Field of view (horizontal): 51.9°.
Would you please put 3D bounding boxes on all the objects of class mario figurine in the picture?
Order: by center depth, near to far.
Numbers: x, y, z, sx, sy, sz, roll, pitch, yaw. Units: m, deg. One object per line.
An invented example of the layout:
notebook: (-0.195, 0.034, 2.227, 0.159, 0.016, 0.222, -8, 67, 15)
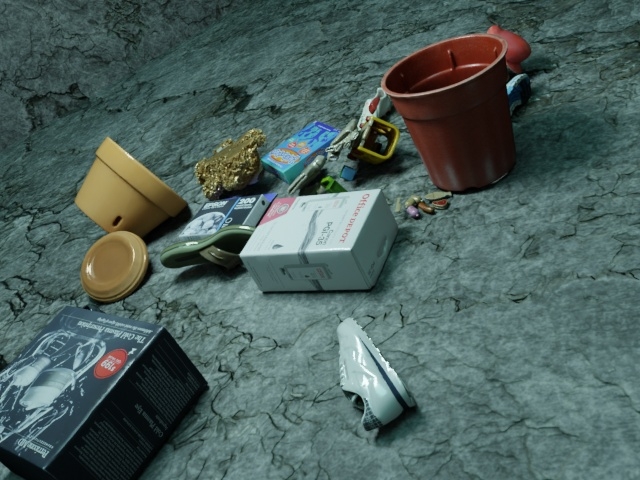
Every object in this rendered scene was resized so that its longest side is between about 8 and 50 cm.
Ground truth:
mario figurine: (0.418, -0.444, 1.784, 0.320, 0.170, 0.198, -19, 69, 31)

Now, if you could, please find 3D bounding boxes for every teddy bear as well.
teddy bear: (-0.254, -0.215, 1.903, 0.338, 0.113, 0.245, -8, 38, 51)

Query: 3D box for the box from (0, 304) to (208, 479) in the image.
box: (-0.458, 0.312, 1.268, 0.343, 0.179, 0.312, 3, 45, 38)

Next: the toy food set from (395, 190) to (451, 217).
toy food set: (0.231, -0.077, 1.467, 0.122, 0.019, 0.078, -4, 36, 17)

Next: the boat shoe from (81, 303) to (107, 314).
boat shoe: (-0.602, 0.278, 1.474, 0.127, 0.113, 0.340, 14, 51, 45)

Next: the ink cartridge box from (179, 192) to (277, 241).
ink cartridge box: (-0.246, -0.070, 1.767, 0.206, 0.045, 0.208, -4, 38, 31)

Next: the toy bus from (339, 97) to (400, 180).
toy bus: (0.137, -0.243, 1.679, 0.104, 0.191, 0.202, 23, 43, -5)

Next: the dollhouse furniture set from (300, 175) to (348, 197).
dollhouse furniture set: (0.005, -0.110, 1.664, 0.151, 0.058, 0.076, -18, 35, 52)

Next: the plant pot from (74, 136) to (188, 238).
plant pot: (-0.554, -0.125, 1.868, 0.203, 0.291, 0.291, -49, 36, -5)

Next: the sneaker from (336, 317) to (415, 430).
sneaker: (0.068, 0.219, 1.120, 0.094, 0.090, 0.235, -38, 32, 0)

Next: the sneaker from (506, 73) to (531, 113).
sneaker: (0.455, -0.354, 1.646, 0.190, 0.071, 0.083, -44, 31, -25)

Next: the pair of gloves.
pair of gloves: (0.013, -0.210, 1.687, 0.240, 0.042, 0.204, -44, 7, 13)

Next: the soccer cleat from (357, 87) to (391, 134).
soccer cleat: (0.140, -0.354, 1.855, 0.068, 0.076, 0.196, 1, 42, 36)

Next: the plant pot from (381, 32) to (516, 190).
plant pot: (0.305, -0.271, 1.448, 0.272, 0.265, 0.272, -19, 32, 12)

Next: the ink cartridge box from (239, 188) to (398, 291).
ink cartridge box: (0.000, 0.000, 1.430, 0.283, 0.117, 0.207, -4, 39, 31)

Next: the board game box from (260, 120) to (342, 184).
board game box: (-0.049, -0.255, 1.878, 0.210, 0.047, 0.160, -37, 35, -13)

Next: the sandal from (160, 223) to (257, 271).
sandal: (-0.245, 0.038, 1.581, 0.302, 0.120, 0.086, -16, 62, 20)

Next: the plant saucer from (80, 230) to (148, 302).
plant saucer: (-0.546, 0.063, 1.721, 0.199, 0.037, 0.200, -7, 65, 16)
